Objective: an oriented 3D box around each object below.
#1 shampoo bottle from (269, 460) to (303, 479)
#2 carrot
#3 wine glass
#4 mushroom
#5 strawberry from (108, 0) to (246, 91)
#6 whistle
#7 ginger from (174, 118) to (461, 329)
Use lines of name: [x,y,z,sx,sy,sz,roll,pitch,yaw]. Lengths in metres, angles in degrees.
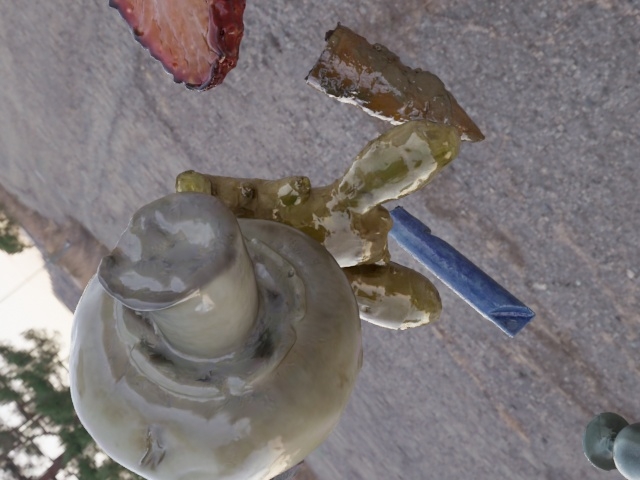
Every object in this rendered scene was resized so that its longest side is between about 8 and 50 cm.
shampoo bottle: [-0.093,0.396,1.318,0.056,0.086,0.227,-2,176,20]
carrot: [0.110,-0.196,1.017,0.263,0.102,0.102,27,168,-8]
wine glass: [0.525,0.343,1.190,0.103,0.103,0.231,51,169,-6]
mushroom: [-0.105,0.087,0.742,0.314,0.314,0.336,45,163,20]
strawberry: [-0.124,-0.267,0.743,0.190,0.111,0.236,-24,90,46]
whistle: [0.226,0.050,1.265,0.304,0.062,0.062,42,163,29]
ginger: [0.000,-0.003,1.007,0.363,0.348,0.122,86,-177,-52]
